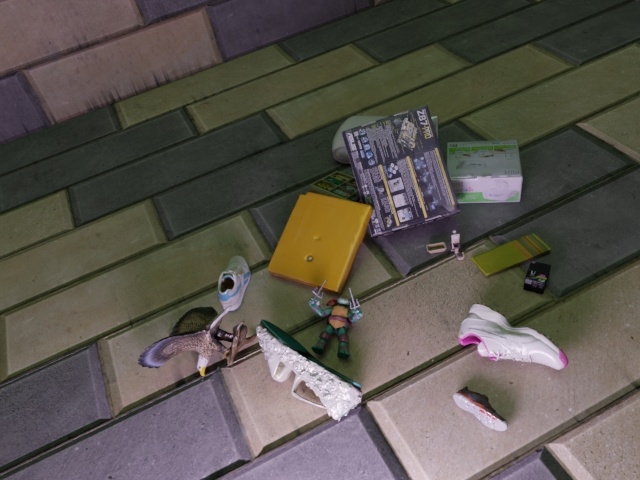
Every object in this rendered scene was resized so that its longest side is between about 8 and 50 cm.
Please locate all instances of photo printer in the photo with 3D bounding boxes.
[{"bbox_3d":[0.208,-0.424,2.390,0.308,0.107,0.256,6,46,19],"label":"photo printer"}]

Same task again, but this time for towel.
[{"bbox_3d":[0.623,0.047,1.865,0.237,0.021,0.102,-21,38,-7],"label":"towel"}]

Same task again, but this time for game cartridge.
[{"bbox_3d":[0.000,0.000,1.959,0.285,0.052,0.323,15,72,27],"label":"game cartridge"}]

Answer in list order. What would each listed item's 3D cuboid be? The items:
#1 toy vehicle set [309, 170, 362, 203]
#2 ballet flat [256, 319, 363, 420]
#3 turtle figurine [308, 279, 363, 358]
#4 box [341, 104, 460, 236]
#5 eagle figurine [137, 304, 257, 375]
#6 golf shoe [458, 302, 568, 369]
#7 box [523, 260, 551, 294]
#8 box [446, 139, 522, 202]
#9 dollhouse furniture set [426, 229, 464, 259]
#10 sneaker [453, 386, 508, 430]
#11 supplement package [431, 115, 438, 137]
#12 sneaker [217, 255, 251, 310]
[{"bbox_3d":[0.111,-0.188,2.193,0.267,0.035,0.166,26,41,34],"label":"toy vehicle set"},{"bbox_3d":[-0.065,0.369,1.625,0.409,0.147,0.147,28,57,35],"label":"ballet flat"},{"bbox_3d":[0.054,0.237,1.737,0.175,0.118,0.234,-2,57,24],"label":"turtle figurine"},{"bbox_3d":[0.279,-0.239,1.999,0.318,0.097,0.395,-18,84,9],"label":"box"},{"bbox_3d":[-0.378,0.302,1.728,0.298,0.226,0.225,9,67,15],"label":"eagle figurine"},{"bbox_3d":[0.524,0.294,1.580,0.306,0.115,0.140,26,66,42],"label":"golf shoe"},{"bbox_3d":[0.669,0.113,1.757,0.062,0.052,0.083,15,49,25],"label":"box"},{"bbox_3d":[0.600,-0.257,2.106,0.262,0.126,0.231,-1,45,13],"label":"box"},{"bbox_3d":[0.415,0.016,1.900,0.114,0.081,0.091,-9,43,4],"label":"dollhouse furniture set"},{"bbox_3d":[0.426,0.430,1.486,0.065,0.061,0.158,-34,47,-30],"label":"sneaker"},{"bbox_3d":[0.370,-0.342,2.142,0.149,0.194,0.203,-1,88,12],"label":"supplement package"},{"bbox_3d":[-0.297,0.128,1.953,0.087,0.092,0.228,-7,42,9],"label":"sneaker"}]
